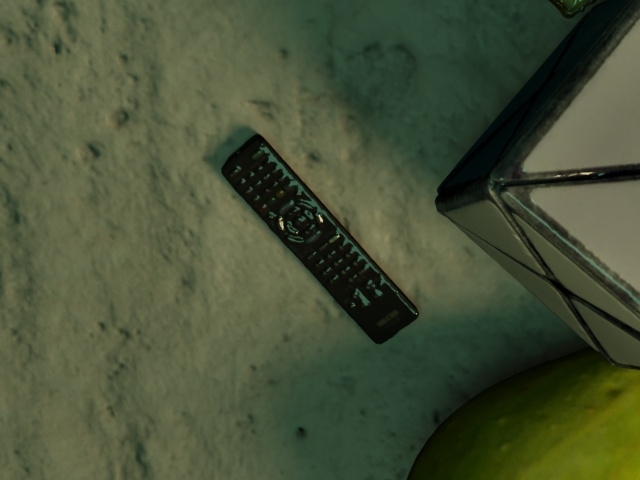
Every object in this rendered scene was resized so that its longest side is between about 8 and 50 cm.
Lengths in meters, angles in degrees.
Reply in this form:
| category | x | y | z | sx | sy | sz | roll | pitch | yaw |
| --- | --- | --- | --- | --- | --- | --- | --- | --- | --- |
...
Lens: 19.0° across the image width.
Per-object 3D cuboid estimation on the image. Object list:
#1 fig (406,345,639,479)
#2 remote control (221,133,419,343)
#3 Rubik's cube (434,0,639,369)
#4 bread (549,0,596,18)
| category | x | y | z | sx | sy | sz | roll | pitch | yaw |
| --- | --- | --- | --- | --- | --- | --- | --- | --- | --- |
| fig | 0.233 | 0.234 | 1.840 | 0.258 | 0.258 | 0.326 | 39 | 90 | -5 |
| remote control | 0.000 | 0.000 | 1.906 | 0.063 | 0.025 | 0.245 | -38 | 100 | 22 |
| Rubik's cube | 0.284 | -0.056 | 1.665 | 0.255 | 0.260 | 0.259 | 40 | 81 | -7 |
| bread | 0.212 | -0.320 | 1.715 | 0.128 | 0.088 | 0.232 | -28 | 110 | 32 |
